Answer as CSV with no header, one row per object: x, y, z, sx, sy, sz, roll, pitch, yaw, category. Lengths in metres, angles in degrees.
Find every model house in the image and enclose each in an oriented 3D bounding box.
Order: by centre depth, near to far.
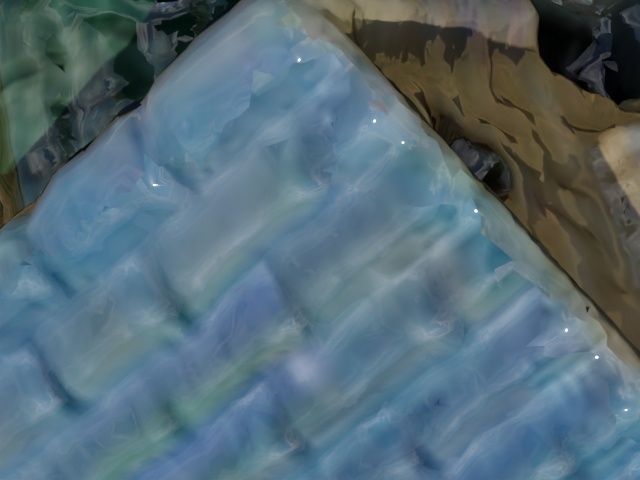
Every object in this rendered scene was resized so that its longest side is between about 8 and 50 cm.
0.000,0.000,0.695,0.395,0.400,0.445,-42,41,31,model house
